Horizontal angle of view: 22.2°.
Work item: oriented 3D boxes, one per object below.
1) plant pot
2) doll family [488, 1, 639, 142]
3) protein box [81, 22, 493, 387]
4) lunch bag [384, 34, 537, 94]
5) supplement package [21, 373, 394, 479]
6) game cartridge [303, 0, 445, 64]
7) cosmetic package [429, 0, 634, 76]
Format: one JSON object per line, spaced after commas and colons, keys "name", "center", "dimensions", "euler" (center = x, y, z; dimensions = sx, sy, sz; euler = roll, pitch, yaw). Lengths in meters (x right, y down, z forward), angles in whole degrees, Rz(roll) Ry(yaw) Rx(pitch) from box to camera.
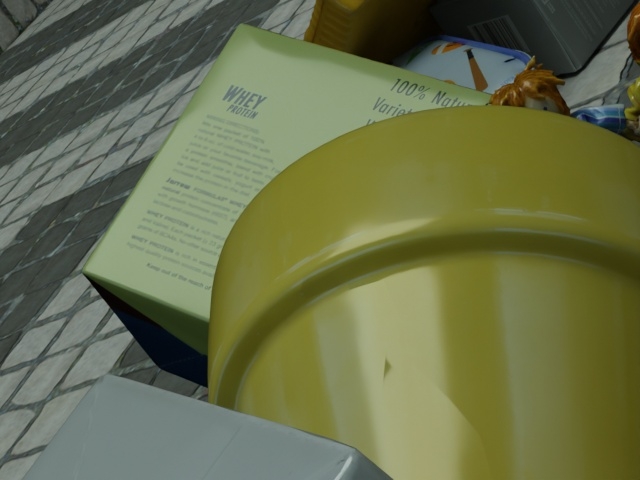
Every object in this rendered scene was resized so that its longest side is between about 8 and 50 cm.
{"name": "plant pot", "center": [0.074, 0.109, 0.726], "dimensions": [0.254, 0.254, 0.239], "euler": [-29, 37, 23]}
{"name": "doll family", "center": [0.184, -0.047, 0.959], "dimensions": [0.263, 0.163, 0.118], "euler": [-37, 20, 4]}
{"name": "protein box", "center": [0.000, 0.000, 1.039], "dimensions": [0.199, 0.136, 0.201], "euler": [19, 67, 27]}
{"name": "lunch bag", "center": [0.043, -0.023, 1.230], "dimensions": [0.303, 0.115, 0.243], "euler": [-42, 25, -8]}
{"name": "supplement package", "center": [0.020, 0.200, 0.478], "dimensions": [0.177, 0.293, 0.175], "euler": [-55, 24, -16]}
{"name": "game cartridge", "center": [0.069, -0.207, 1.427], "dimensions": [0.285, 0.052, 0.324], "euler": [-49, -13, -29]}
{"name": "cosmetic package", "center": [0.220, -0.248, 1.435], "dimensions": [0.238, 0.107, 0.127], "euler": [-46, 20, -28]}
